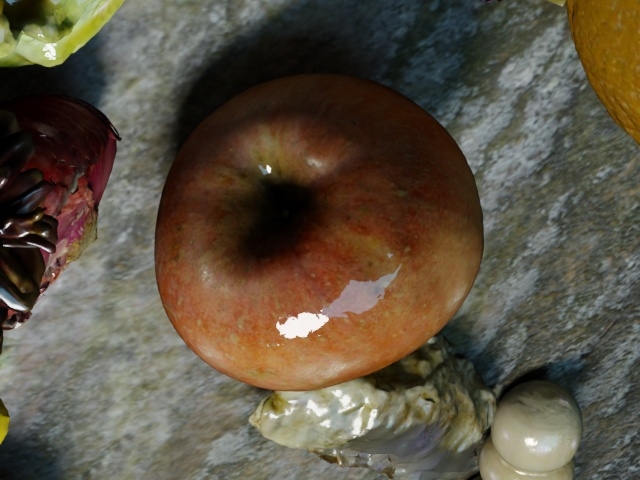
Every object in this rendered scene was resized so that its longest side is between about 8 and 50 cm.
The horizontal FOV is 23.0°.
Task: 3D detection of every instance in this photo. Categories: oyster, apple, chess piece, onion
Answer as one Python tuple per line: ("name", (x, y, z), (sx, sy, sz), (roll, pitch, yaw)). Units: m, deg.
("oyster", (0.085, 0.175, 1.573), (0.166, 0.110, 0.341), (-43, 144, 15))
("apple", (0.000, 0.000, 1.197), (0.253, 0.253, 0.253), (-21, 143, -17))
("chess piece", (0.232, 0.271, 1.792), (0.143, 0.143, 0.261), (-15, 137, -24))
("onion", (-0.223, -0.032, 1.079), (0.184, 0.147, 0.184), (-50, 180, -1))

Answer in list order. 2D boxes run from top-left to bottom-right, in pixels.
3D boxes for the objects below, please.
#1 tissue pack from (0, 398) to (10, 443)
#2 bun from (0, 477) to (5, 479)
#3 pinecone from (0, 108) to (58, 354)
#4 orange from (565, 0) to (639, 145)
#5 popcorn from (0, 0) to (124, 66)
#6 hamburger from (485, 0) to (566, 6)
("tissue pack", (-0.347, 0.153, 1.232), (0.169, 0.082, 0.120), (11, 125, -45))
("bun", (-0.285, 0.330, 1.349), (0.153, 0.244, 0.244), (29, 114, -26))
("pinecone", (-0.287, -0.001, 0.911), (0.292, 0.246, 0.246), (-3, 146, 12))
("orange", (0.341, -0.219, 1.142), (0.322, 0.322, 0.357), (-10, 129, -30))
("popcorn", (-0.197, -0.189, 0.854), (0.221, 0.184, 0.204), (-17, 103, -38))
("hamburger", (0.141, -0.249, 1.064), (0.164, 0.189, 0.093), (-51, 168, 21))
